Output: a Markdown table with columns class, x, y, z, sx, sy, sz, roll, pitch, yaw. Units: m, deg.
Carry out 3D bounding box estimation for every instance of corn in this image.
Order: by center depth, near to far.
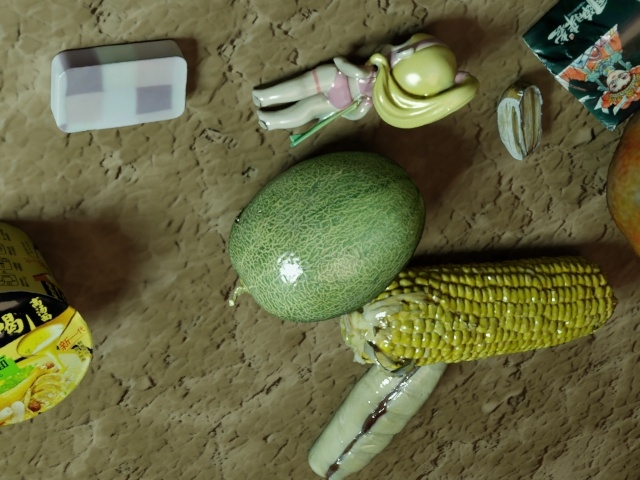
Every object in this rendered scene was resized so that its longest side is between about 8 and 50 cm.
| class | x | y | z | sx | sy | sz | roll | pitch | yaw |
| --- | --- | --- | --- | --- | --- | --- | --- | --- | --- |
| corn | 0.162 | 0.066 | 1.516 | 0.293 | 0.106 | 0.106 | -7 | 132 | -22 |

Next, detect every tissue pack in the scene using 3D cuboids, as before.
| class | x | y | z | sx | sy | sz | roll | pitch | yaw |
| --- | --- | --- | --- | --- | --- | --- | --- | --- | --- |
| tissue pack | 0.274 | -0.190 | 1.340 | 0.170 | 0.090 | 0.103 | -44 | 131 | 15 |

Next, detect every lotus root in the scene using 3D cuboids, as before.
| class | x | y | z | sx | sy | sz | roll | pitch | yaw |
| --- | --- | --- | --- | --- | --- | --- | --- | --- | --- |
| lotus root | 0.180 | -0.114 | 1.408 | 0.037 | 0.030 | 0.083 | -45 | 147 | -28 |

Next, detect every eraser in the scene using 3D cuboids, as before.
| class | x | y | z | sx | sy | sz | roll | pitch | yaw |
| --- | --- | --- | --- | --- | --- | --- | --- | --- | --- |
| eraser | -0.160 | -0.123 | 1.239 | 0.105 | 0.026 | 0.065 | -8 | 135 | -19 |

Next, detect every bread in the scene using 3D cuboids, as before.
| class | x | y | z | sx | sy | sz | roll | pitch | yaw |
| --- | --- | --- | --- | --- | --- | --- | --- | --- | --- |
| bread | 0.062 | 0.173 | 1.598 | 0.073 | 0.053 | 0.214 | 22 | 118 | -34 |

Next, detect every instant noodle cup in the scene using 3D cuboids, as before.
| class | x | y | z | sx | sy | sz | roll | pitch | yaw |
| --- | --- | --- | --- | --- | --- | --- | --- | --- | --- |
| instant noodle cup | -0.272 | 0.062 | 1.285 | 0.151 | 0.122 | 0.151 | -13 | 135 | -13 |

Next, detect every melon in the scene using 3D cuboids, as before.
| class | x | y | z | sx | sy | sz | roll | pitch | yaw |
| --- | --- | --- | --- | --- | --- | --- | --- | --- | --- |
| melon | 0.000 | 0.000 | 1.347 | 0.192 | 0.139 | 0.139 | -32 | 136 | -2 |

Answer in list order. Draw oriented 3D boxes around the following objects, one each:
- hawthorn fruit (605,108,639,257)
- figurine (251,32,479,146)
| class | x | y | z | sx | sy | sz | roll | pitch | yaw |
| --- | --- | --- | --- | --- | --- | --- | --- | --- | --- |
| hawthorn fruit | 0.390 | -0.037 | 1.461 | 0.210 | 0.210 | 0.262 | -42 | 142 | 14 |
| figurine | 0.038 | -0.123 | 1.306 | 0.187 | 0.083 | 0.083 | -12 | 134 | -3 |
